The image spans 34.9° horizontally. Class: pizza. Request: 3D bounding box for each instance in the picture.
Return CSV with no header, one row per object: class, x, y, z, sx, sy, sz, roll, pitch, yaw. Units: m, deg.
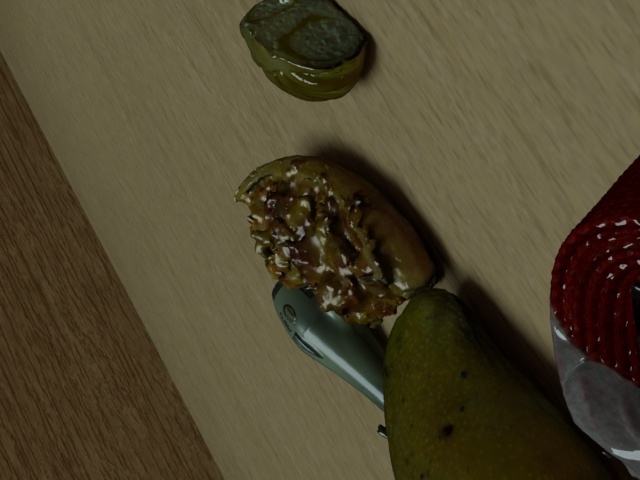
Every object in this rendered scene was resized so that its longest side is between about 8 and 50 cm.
pizza,0.000,0.000,1.018,0.305,0.086,0.161,24,118,48

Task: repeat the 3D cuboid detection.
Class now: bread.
bread,-0.018,-0.174,0.937,0.157,0.083,0.094,51,169,33

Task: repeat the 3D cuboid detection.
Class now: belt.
belt,0.204,0.036,0.529,0.128,0.124,0.201,18,138,39

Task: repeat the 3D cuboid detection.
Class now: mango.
mango,0.140,0.199,0.848,0.176,0.176,0.329,-51,56,19

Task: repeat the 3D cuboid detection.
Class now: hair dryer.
hair dryer,0.052,0.099,1.122,0.219,0.088,0.225,55,145,7

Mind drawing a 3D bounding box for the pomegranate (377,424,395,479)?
pomegranate,0.117,0.284,1.024,0.181,0.181,0.224,-169,78,-67
